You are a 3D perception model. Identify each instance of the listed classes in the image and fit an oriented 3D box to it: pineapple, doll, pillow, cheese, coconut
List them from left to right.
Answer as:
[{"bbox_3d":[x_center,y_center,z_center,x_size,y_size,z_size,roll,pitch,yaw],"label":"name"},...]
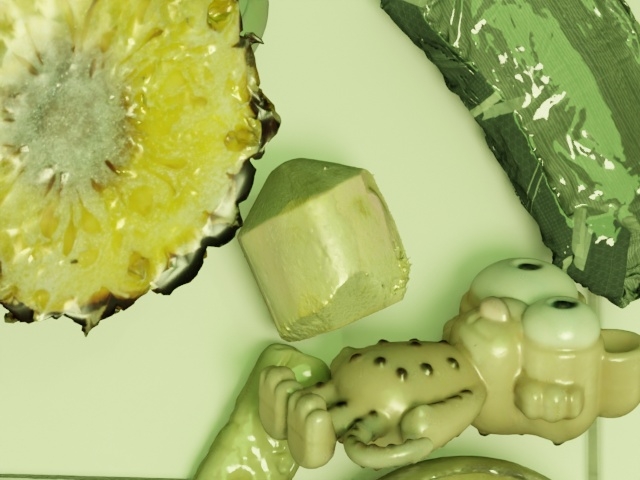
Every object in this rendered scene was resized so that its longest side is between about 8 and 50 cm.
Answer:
[{"bbox_3d":[-0.191,-0.103,1.129,0.262,0.271,0.263,-9,111,-25],"label":"pineapple"},{"bbox_3d":[-0.053,0.164,1.231,0.065,0.043,0.194,26,76,-1],"label":"cheese"},{"bbox_3d":[0.000,0.000,1.236,0.116,0.116,0.122,-24,91,-17],"label":"coconut"},{"bbox_3d":[0.097,0.096,1.210,0.278,0.154,0.119,-16,117,-33],"label":"doll"},{"bbox_3d":[0.177,-0.110,1.309,0.161,0.092,0.335,-34,90,-12],"label":"pillow"}]

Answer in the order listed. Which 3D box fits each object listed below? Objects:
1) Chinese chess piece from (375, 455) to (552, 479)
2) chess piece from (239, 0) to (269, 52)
[{"bbox_3d":[0.100,0.276,1.219,0.249,0.103,0.250,3,78,-14],"label":"Chinese chess piece"},{"bbox_3d":[-0.079,-0.192,1.166,0.139,0.271,0.139,3,79,-15],"label":"chess piece"}]
